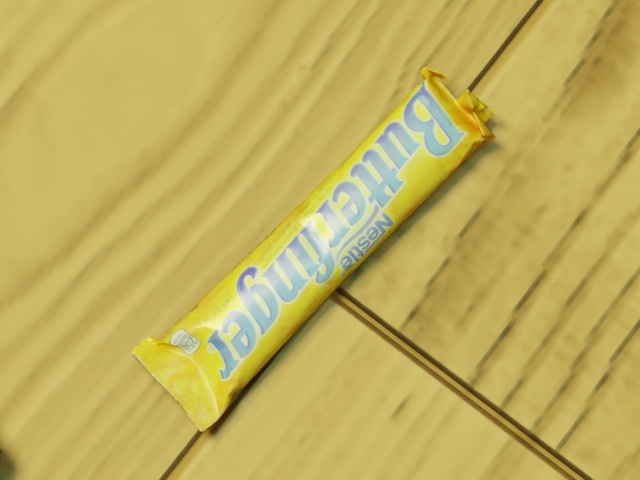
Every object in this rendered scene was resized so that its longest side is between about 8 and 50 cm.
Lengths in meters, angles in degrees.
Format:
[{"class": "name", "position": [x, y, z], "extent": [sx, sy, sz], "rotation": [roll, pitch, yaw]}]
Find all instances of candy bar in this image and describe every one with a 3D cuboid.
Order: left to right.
[{"class": "candy bar", "position": [0.000, 0.000, 0.714], "extent": [0.040, 0.018, 0.161], "rotation": [44, 84, 9]}]
